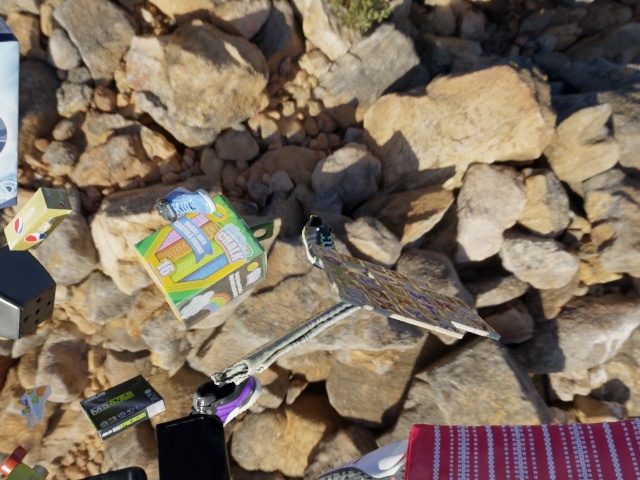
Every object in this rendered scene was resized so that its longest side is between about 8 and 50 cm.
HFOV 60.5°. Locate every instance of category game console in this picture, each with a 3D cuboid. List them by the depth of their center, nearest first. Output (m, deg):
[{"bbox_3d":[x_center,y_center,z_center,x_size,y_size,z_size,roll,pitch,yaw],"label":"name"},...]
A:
[{"bbox_3d":[-0.356,0.477,1.069,0.362,0.044,0.213,-13,57,-3],"label":"game console"}]

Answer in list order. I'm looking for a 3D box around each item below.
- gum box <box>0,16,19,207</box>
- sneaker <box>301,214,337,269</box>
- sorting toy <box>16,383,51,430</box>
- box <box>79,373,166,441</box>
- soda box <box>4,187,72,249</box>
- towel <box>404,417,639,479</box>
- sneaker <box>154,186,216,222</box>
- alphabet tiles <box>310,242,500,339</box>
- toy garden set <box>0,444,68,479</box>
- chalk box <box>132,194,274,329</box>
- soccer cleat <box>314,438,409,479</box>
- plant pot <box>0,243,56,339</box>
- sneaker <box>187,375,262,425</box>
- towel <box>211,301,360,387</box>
[{"bbox_3d":[-0.338,-0.091,0.451,0.157,0.184,0.041,-20,59,-41],"label":"gum box"},{"bbox_3d":[0.000,0.000,1.612,0.084,0.234,0.097,4,120,-27],"label":"sneaker"},{"bbox_3d":[-0.612,0.363,1.174,0.083,0.045,0.075,-47,53,21],"label":"sorting toy"},{"bbox_3d":[-0.571,0.476,1.584,0.191,0.184,0.045,-21,117,-33],"label":"box"},{"bbox_3d":[-0.641,-0.047,1.244,0.181,0.061,0.058,-36,71,29],"label":"soda box"},{"bbox_3d":[0.209,0.256,0.532,0.275,0.199,0.031,-11,121,25],"label":"towel"},{"bbox_3d":[-0.284,-0.068,1.130,0.152,0.058,0.085,17,46,43],"label":"sneaker"},{"bbox_3d":[0.112,0.072,0.723,0.237,0.198,0.009,19,102,-17],"label":"alphabet tiles"},{"bbox_3d":[-0.208,0.279,0.458,0.204,0.244,0.049,43,77,-10],"label":"toy garden set"},{"bbox_3d":[-0.236,0.032,1.241,0.289,0.180,0.179,-34,73,-19],"label":"chalk box"},{"bbox_3d":[0.136,0.538,1.282,0.318,0.116,0.108,-17,100,1],"label":"soccer cleat"},{"bbox_3d":[-0.807,0.145,1.439,0.167,0.187,0.188,27,122,7],"label":"plant pot"},{"bbox_3d":[-0.291,0.430,1.383,0.102,0.146,0.293,31,72,37],"label":"sneaker"},{"bbox_3d":[-0.073,0.233,1.229,0.324,0.312,0.056,-26,84,-29],"label":"towel"}]
